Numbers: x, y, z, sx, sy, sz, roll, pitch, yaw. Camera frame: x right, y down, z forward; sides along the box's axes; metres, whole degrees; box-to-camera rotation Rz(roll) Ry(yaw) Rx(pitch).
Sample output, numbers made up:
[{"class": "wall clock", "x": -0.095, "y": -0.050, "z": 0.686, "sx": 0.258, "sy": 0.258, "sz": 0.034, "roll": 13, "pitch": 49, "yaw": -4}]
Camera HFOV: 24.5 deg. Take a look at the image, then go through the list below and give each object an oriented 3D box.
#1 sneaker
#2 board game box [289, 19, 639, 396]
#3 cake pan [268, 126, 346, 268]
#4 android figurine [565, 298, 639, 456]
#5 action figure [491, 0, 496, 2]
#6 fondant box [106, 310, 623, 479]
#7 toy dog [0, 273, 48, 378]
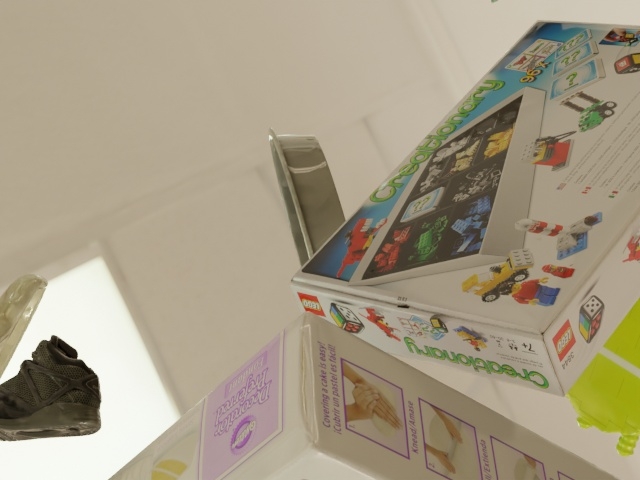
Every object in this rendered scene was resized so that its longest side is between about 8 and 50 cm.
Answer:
[{"class": "sneaker", "x": -0.403, "y": 0.203, "z": 2.000, "sx": 0.087, "sy": 0.227, "sz": 0.130, "roll": 56, "pitch": -150, "yaw": -60}, {"class": "board game box", "x": 0.146, "y": -0.037, "z": 0.941, "sx": 0.305, "sy": 0.193, "sz": 0.053, "roll": -46, "pitch": -51, "yaw": -31}, {"class": "cake pan", "x": 0.000, "y": 0.000, "z": 1.763, "sx": 0.293, "sy": 0.054, "sz": 0.293, "roll": 164, "pitch": 90, "yaw": -87}, {"class": "android figurine", "x": 0.337, "y": 0.091, "z": 1.545, "sx": 0.056, "sy": 0.273, "sz": 0.248, "roll": 2, "pitch": -161, "yaw": -38}, {"class": "action figure", "x": 0.215, "y": -0.307, "z": 1.368, "sx": 0.232, "sy": 0.063, "sz": 0.137, "roll": 116, "pitch": 172, "yaw": -85}, {"class": "fondant box", "x": 0.046, "y": 0.201, "z": 0.837, "sx": 0.330, "sy": 0.238, "sz": 0.096, "roll": 29, "pitch": -143, "yaw": -28}, {"class": "toy dog", "x": -0.541, "y": 0.087, "z": 1.479, "sx": 0.408, "sy": 0.395, "sz": 0.284, "roll": 32, "pitch": -150, "yaw": 0}]
